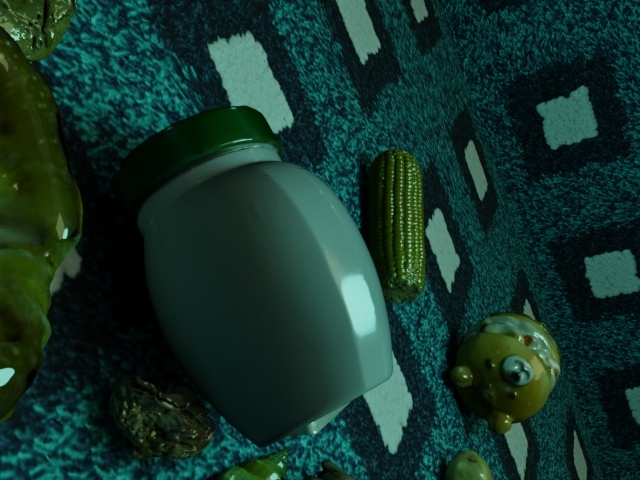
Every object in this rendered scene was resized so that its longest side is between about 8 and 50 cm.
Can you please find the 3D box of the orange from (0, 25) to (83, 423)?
[{"bbox_3d":[-0.319,0.001,0.484,0.271,0.210,0.368,27,48,-27],"label":"orange"}]

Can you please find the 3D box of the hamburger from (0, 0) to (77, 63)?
[{"bbox_3d":[-0.353,-0.242,0.686,0.206,0.130,0.183,29,47,-31],"label":"hamburger"}]

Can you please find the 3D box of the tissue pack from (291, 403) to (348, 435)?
[{"bbox_3d":[-0.043,0.124,1.120,0.170,0.071,0.325,-19,93,-62],"label":"tissue pack"}]

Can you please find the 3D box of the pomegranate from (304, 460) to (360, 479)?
[{"bbox_3d":[0.093,0.473,1.036,0.340,0.285,0.285,53,22,16],"label":"pomegranate"}]

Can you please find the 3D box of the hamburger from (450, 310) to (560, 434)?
[{"bbox_3d":[0.453,0.334,1.781,0.237,0.276,0.276,-31,104,-50],"label":"hamburger"}]

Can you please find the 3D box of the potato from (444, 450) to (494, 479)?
[{"bbox_3d":[0.334,0.558,1.581,0.109,0.118,0.178,-22,112,-29],"label":"potato"}]

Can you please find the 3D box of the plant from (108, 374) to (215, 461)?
[{"bbox_3d":[-0.173,0.185,0.807,0.116,0.105,0.122,61,18,-17],"label":"plant"}]

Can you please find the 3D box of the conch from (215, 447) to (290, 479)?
[{"bbox_3d":[-0.100,0.336,0.904,0.095,0.079,0.201,56,35,4],"label":"conch"}]

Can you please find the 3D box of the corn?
[{"bbox_3d":[0.165,-0.034,1.547,0.131,0.131,0.344,40,44,-49],"label":"corn"}]

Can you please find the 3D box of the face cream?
[{"bbox_3d":[-0.079,0.044,0.838,0.220,0.312,0.356,-20,75,-40],"label":"face cream"}]
